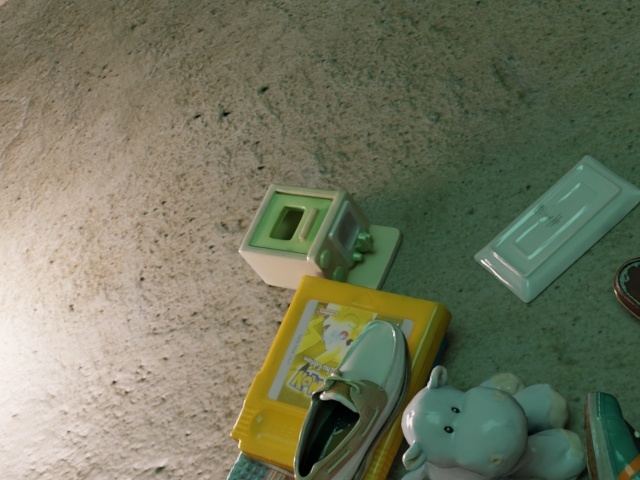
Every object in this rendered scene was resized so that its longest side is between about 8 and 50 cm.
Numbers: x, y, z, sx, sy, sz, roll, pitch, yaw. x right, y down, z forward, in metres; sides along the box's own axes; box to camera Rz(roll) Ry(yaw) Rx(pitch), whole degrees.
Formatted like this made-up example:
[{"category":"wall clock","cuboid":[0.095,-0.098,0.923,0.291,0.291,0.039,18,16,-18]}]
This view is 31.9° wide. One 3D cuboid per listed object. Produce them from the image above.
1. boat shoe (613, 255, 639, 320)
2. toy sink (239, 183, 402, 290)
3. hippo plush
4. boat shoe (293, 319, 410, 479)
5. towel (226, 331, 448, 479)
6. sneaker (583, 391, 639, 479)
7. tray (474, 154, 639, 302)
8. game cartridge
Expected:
[{"category":"boat shoe","cuboid":[0.565,0.098,1.595,0.342,0.123,0.123,31,88,38]},{"category":"toy sink","cuboid":[0.000,0.000,1.983,0.234,0.131,0.153,10,63,33]},{"category":"hippo plush","cuboid":[0.219,0.258,1.601,0.294,0.236,0.234,6,61,32]},{"category":"boat shoe","cuboid":[0.049,0.247,1.685,0.113,0.103,0.302,7,65,32]},{"category":"towel","cuboid":[0.026,0.277,1.829,0.271,0.040,0.370,12,64,36]},{"category":"sneaker","cuboid":[0.435,0.345,1.503,0.121,0.108,0.302,-11,68,3]},{"category":"tray","cuboid":[0.392,-0.029,1.858,0.270,0.030,0.145,-42,47,-4]},{"category":"game cartridge","cuboid":[0.028,0.224,1.807,0.285,0.053,0.324,10,64,34]}]
